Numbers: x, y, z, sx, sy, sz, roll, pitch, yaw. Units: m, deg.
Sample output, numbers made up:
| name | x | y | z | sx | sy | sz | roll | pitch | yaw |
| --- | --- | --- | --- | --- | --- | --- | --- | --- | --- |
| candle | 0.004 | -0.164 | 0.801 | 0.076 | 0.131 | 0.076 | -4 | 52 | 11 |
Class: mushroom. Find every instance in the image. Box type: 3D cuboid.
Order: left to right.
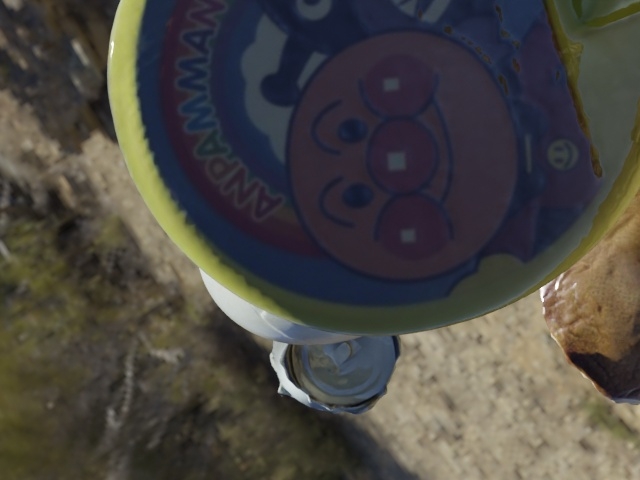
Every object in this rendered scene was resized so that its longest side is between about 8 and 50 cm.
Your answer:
| name | x | y | z | sx | sy | sz | roll | pitch | yaw |
| --- | --- | --- | --- | --- | --- | --- | --- | --- | --- |
| mushroom | 0.360 | 0.087 | 1.523 | 0.208 | 0.233 | 0.302 | 32 | 167 | 40 |

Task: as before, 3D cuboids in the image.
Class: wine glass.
| name | x | y | z | sx | sy | sz | roll | pitch | yaw |
| --- | --- | --- | --- | --- | --- | --- | --- | --- | --- |
| wine glass | 0.019 | 0.120 | 1.565 | 0.156 | 0.156 | 0.232 | 56 | 178 | 1 |

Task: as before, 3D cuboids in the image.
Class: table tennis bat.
| name | x | y | z | sx | sy | sz | roll | pitch | yaw |
| --- | --- | --- | --- | --- | --- | --- | --- | --- | --- |
| table tennis bat | 0.090 | -0.094 | 0.601 | 0.054 | 0.368 | 0.224 | 30 | -138 | -84 |

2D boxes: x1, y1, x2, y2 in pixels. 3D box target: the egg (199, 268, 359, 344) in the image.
| name | x | y | z | sx | sy | sz | roll | pitch | yaw |
| --- | --- | --- | --- | --- | --- | --- | --- | --- | --- |
| egg | 0.000 | 0.000 | 1.045 | 0.209 | 0.151 | 0.151 | -8 | 115 | 51 |
